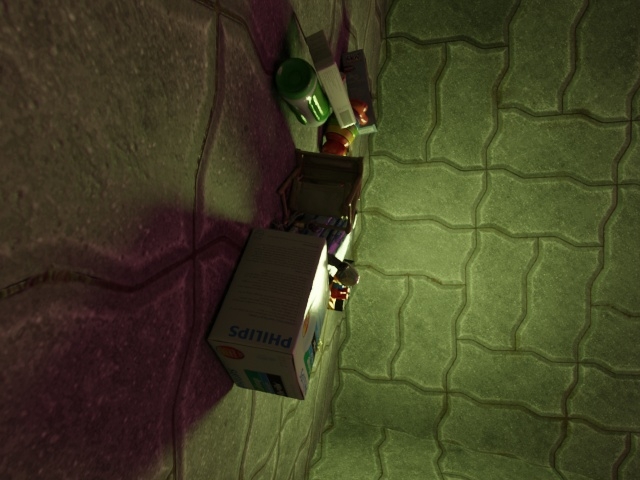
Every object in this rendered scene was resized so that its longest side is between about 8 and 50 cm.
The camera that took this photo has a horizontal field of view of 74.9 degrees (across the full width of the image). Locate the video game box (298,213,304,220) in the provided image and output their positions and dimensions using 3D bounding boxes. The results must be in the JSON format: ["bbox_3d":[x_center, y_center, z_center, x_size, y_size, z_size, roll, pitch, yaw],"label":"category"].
[{"bbox_3d":[-0.039,-0.038,1.817,0.187,0.048,0.205,-39,138,-58],"label":"video game box"}]

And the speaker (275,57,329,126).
[{"bbox_3d":[-0.049,-0.454,1.315,0.296,0.131,0.131,14,85,-79],"label":"speaker"}]

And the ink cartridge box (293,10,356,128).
[{"bbox_3d":[0.020,-0.549,1.344,0.296,0.066,0.261,49,21,-65],"label":"ink cartridge box"}]

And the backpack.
[{"bbox_3d":[0.000,0.000,1.614,0.355,0.273,0.290,-37,153,-30],"label":"backpack"}]

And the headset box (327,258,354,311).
[{"bbox_3d":[0.090,0.229,2.238,0.283,0.131,0.247,-8,107,-78],"label":"headset box"}]

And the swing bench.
[{"bbox_3d":[0.009,-0.182,1.493,0.165,0.253,0.255,86,17,-49],"label":"swing bench"}]

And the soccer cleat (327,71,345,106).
[{"bbox_3d":[0.066,-0.690,1.898,0.076,0.068,0.196,110,-2,-59],"label":"soccer cleat"}]

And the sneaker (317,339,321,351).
[{"bbox_3d":[-0.076,0.500,1.888,0.145,0.147,0.385,-64,161,-62],"label":"sneaker"}]

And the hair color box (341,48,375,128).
[{"bbox_3d":[0.203,-0.746,2.131,0.185,0.113,0.375,-22,102,-78],"label":"hair color box"}]

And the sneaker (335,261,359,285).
[{"bbox_3d":[0.051,0.133,1.986,0.105,0.281,0.115,-64,164,18],"label":"sneaker"}]

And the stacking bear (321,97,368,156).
[{"bbox_3d":[0.095,-0.495,1.945,0.175,0.164,0.289,65,47,-73],"label":"stacking bear"}]

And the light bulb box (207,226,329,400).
[{"bbox_3d":[-0.121,0.219,1.224,0.358,0.225,0.361,85,17,-52],"label":"light bulb box"}]

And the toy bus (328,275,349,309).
[{"bbox_3d":[0.017,0.254,1.926,0.149,0.211,0.220,56,48,-55],"label":"toy bus"}]

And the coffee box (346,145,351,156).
[{"bbox_3d":[0.116,-0.478,2.207,0.141,0.098,0.247,-64,159,-58],"label":"coffee box"}]

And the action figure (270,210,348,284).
[{"bbox_3d":[-0.048,0.023,1.396,0.185,0.285,0.099,-50,-170,6],"label":"action figure"}]
